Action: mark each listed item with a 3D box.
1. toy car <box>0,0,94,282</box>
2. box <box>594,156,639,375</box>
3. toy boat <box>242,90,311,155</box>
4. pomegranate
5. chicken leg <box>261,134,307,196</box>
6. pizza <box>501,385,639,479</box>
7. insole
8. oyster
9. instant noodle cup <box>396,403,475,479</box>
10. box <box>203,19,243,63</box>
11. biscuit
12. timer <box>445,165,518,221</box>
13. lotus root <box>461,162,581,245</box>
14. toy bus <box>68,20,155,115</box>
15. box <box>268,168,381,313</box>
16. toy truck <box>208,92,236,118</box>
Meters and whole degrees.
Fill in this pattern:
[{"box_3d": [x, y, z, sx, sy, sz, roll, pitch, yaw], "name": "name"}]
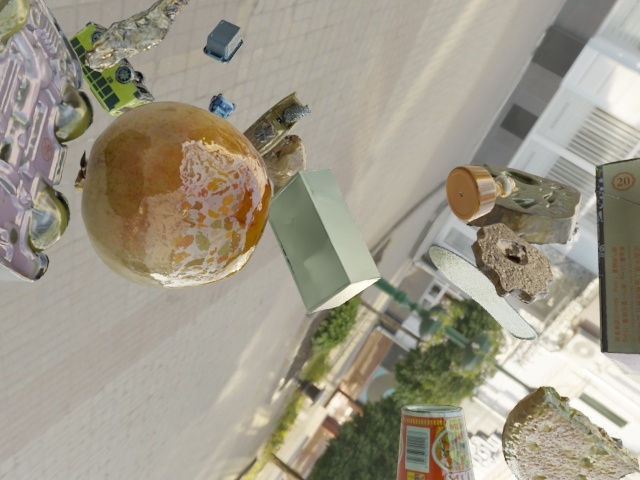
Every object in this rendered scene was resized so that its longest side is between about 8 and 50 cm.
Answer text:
[{"box_3d": [-0.421, -0.135, 0.643, 0.242, 0.227, 0.335, 90, 2, -67], "name": "toy car"}, {"box_3d": [0.505, 0.050, 0.905, 0.198, 0.084, 0.309, 31, 61, -48], "name": "box"}, {"box_3d": [-0.166, -0.295, 1.601, 0.321, 0.089, 0.121, -37, -170, 18], "name": "toy boat"}, {"box_3d": [-0.241, -0.074, 0.913, 0.319, 0.319, 0.319, -51, 166, -18], "name": "pomegranate"}, {"box_3d": [-0.123, -0.229, 2.123, 0.295, 0.182, 0.408, 137, -48, -70], "name": "chicken leg"}, {"box_3d": [0.381, 0.320, 0.872, 0.058, 0.197, 0.292, -63, 142, -47], "name": "pizza"}, {"box_3d": [0.341, 0.114, 1.180, 0.007, 0.322, 0.109, -55, -161, -24], "name": "insole"}, {"box_3d": [-0.473, -0.556, 1.497, 0.345, 0.078, 0.128, -38, 169, -9], "name": "oyster"}, {"box_3d": [0.236, 0.456, 1.179, 0.193, 0.193, 0.212, 45, 44, -77], "name": "instant noodle cup"}, {"box_3d": [-0.240, -0.498, 1.409, 0.099, 0.074, 0.054, -64, -179, -30], "name": "box"}, {"box_3d": [0.382, 0.053, 1.142, 0.215, 0.182, 0.034, -46, 170, -50], "name": "biscuit"}, {"box_3d": [0.397, -0.122, 1.345, 0.152, 0.132, 0.132, -12, 149, -19], "name": "timer"}, {"box_3d": [0.565, -0.112, 1.610, 0.375, 0.390, 0.111, -2, 118, -19], "name": "lotus root"}, {"box_3d": [-0.635, -0.504, 1.707, 0.150, 0.262, 0.128, -33, -175, 9], "name": "toy bus"}, {"box_3d": [0.000, 0.000, 1.025, 0.086, 0.225, 0.129, -8, 158, -42], "name": "box"}, {"box_3d": [-0.253, -0.307, 1.377, 0.090, 0.056, 0.073, -60, -154, -11], "name": "toy truck"}]
